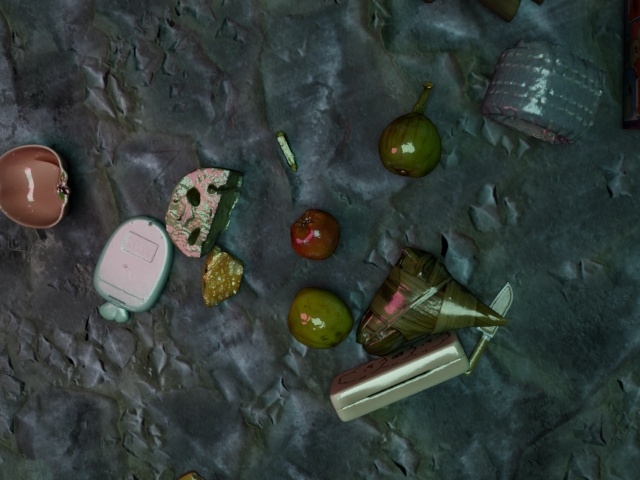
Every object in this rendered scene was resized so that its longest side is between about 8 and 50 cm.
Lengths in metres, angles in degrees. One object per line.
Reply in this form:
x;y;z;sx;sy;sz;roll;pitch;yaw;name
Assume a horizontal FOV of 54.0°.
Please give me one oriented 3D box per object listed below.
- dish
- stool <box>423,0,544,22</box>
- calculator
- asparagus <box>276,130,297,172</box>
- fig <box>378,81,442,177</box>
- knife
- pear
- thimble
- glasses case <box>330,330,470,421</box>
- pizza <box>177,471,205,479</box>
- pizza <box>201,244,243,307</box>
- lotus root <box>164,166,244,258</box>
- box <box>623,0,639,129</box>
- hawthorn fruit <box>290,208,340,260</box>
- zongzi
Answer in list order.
-0.697;-0.136;1.575;0.213;0.090;0.214;1;98;9;dish
0.366;-0.621;1.282;0.226;0.310;0.311;21;101;-1;stool
-0.483;0.079;1.605;0.184;0.042;0.295;25;99;2;calculator
-0.079;-0.215;1.529;0.025;0.021;0.108;-22;95;8;asparagus
0.204;-0.239;1.448;0.142;0.148;0.187;-7;59;21;fig
0.407;0.218;1.539;0.046;0.022;0.256;27;100;6;knife
-0.002;0.190;1.515;0.162;0.149;0.149;27;100;9;pear
0.482;-0.318;1.360;0.236;0.205;0.172;22;99;-1;thimble
0.188;0.321;1.517;0.336;0.144;0.076;-25;96;8;glasses case
-0.297;0.745;1.686;0.262;0.034;0.181;29;100;1;pizza
-0.249;0.091;1.575;0.098;0.036;0.160;6;106;-21;pizza
-0.283;-0.084;1.522;0.138;0.119;0.235;28;102;1;lotus root
0.776;-0.402;1.258;0.256;0.318;0.349;-2;99;8;box
-0.012;-0.010;1.510;0.125;0.140;0.125;-6;67;14;hawthorn fruit
0.250;0.198;1.465;0.288;0.134;0.286;37;106;23;zongzi
